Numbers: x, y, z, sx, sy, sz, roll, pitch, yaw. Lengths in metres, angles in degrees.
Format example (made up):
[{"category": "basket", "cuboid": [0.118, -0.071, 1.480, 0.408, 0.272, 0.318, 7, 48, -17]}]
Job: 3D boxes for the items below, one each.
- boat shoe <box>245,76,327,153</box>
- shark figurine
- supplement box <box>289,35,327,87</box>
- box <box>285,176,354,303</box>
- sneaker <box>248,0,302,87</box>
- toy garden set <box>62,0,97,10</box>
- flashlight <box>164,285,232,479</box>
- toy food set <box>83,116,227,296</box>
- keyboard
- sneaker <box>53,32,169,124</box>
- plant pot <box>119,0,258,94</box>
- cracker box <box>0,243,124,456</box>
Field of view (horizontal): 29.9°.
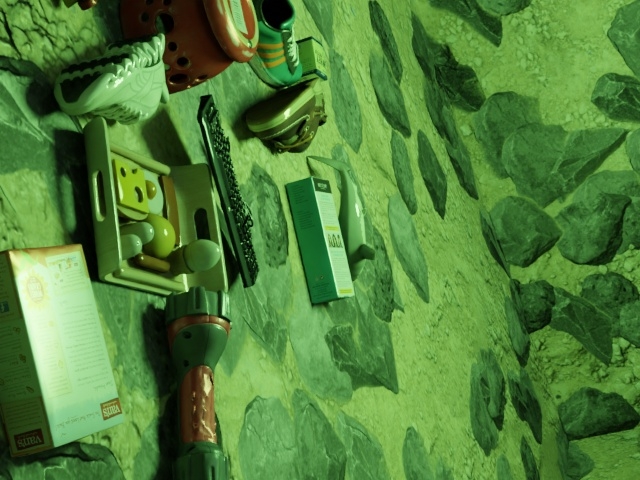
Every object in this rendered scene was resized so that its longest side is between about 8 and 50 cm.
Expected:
[{"category": "boat shoe", "cuboid": [-0.050, -0.230, 2.333, 0.342, 0.123, 0.123, -58, 129, -72]}, {"category": "shark figurine", "cuboid": [0.036, -0.044, 2.464, 0.166, 0.116, 0.278, -176, -102, -76]}, {"category": "supplement box", "cuboid": [-0.038, -0.371, 2.506, 0.056, 0.083, 0.083, 23, 56, -64]}, {"category": "box", "cuboid": [0.000, 0.000, 2.377, 0.100, 0.060, 0.244, 4, 72, -69]}, {"category": "sneaker", "cuboid": [-0.089, -0.400, 2.336, 0.302, 0.121, 0.108, 43, 38, -56]}, {"category": "toy garden set", "cuboid": [-0.376, -0.463, 1.735, 0.204, 0.049, 0.244, 60, 24, -32]}, {"category": "flashlight", "cuboid": [-0.170, 0.221, 1.710, 0.103, 0.103, 0.304, 45, 35, -56]}, {"category": "toy food set", "cuboid": [-0.233, -0.041, 1.744, 0.306, 0.092, 0.220, 24, 54, -66]}, {"category": "keyboard", "cuboid": [-0.149, -0.089, 1.993, 0.201, 0.033, 0.317, -97, 175, -69]}, {"category": "sneaker", "cuboid": [-0.286, -0.218, 1.725, 0.292, 0.110, 0.118, -53, 134, -65]}, {"category": "plant pot", "cuboid": [-0.202, -0.348, 1.931, 0.191, 0.174, 0.191, -14, 90, -72]}, {"category": "cracker box", "cuboid": [-0.324, 0.126, 1.421, 0.155, 0.067, 0.232, -5, 80, -69]}]
